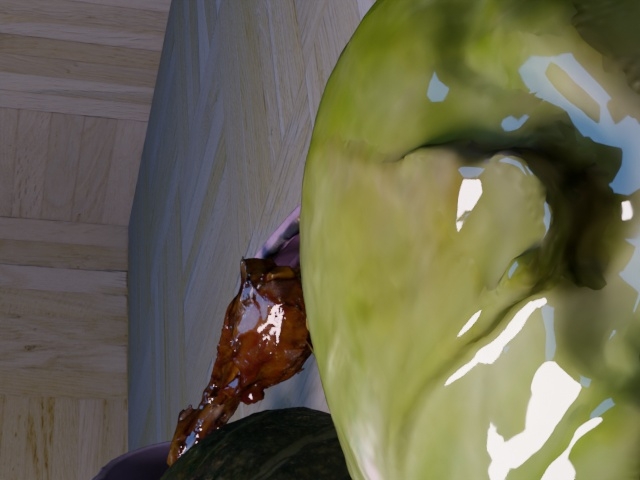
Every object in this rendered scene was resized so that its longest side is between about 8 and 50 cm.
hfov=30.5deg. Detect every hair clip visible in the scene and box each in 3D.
[{"bbox_3d":[-0.002,0.001,1.219,0.110,0.096,0.359,-59,9,-30],"label":"hair clip"}]

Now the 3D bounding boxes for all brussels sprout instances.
[{"bbox_3d":[0.116,0.005,0.518,0.328,0.247,0.327,10,101,60],"label":"brussels sprout"}]

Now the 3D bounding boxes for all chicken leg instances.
[{"bbox_3d":[-0.087,0.141,1.233,0.304,0.093,0.113,-58,46,34],"label":"chicken leg"}]

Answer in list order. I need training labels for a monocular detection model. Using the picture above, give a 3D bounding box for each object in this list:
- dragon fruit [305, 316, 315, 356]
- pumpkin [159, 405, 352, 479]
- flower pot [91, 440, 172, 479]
[{"bbox_3d":[0.034,0.091,1.105,0.081,0.086,0.116,-50,34,3],"label":"dragon fruit"},{"bbox_3d":[-0.034,0.299,0.877,0.291,0.257,0.327,36,118,30],"label":"pumpkin"},{"bbox_3d":[-0.124,0.372,1.305,0.265,0.265,0.243,-147,52,-74],"label":"flower pot"}]
